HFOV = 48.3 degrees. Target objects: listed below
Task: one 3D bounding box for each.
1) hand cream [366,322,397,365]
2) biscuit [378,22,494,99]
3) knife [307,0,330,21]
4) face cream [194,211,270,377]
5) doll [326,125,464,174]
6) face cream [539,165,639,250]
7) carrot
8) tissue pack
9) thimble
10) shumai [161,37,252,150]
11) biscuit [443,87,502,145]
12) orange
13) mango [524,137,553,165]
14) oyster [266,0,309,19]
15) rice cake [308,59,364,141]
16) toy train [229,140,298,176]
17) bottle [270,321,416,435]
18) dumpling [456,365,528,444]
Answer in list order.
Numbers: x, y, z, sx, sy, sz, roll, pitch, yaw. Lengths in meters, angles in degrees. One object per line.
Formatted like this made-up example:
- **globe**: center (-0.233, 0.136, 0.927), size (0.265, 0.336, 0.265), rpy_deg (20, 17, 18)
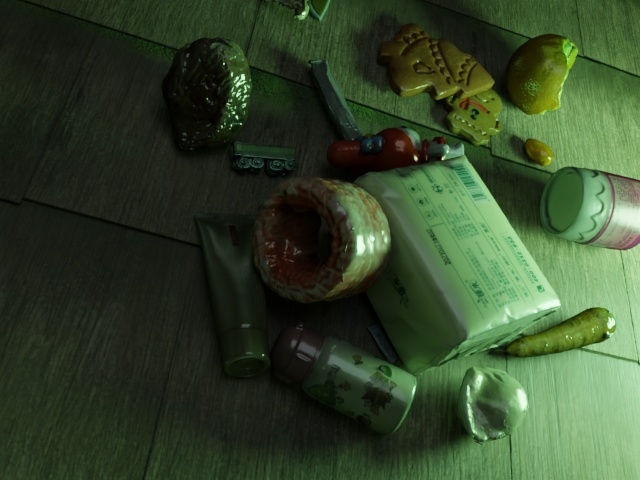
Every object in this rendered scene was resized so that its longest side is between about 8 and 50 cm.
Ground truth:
- **hand cream**: center (0.122, 0.199, 1.371), size (0.030, 0.019, 0.093), rpy_deg (-14, 63, -30)
- **biscuit**: center (0.299, -0.447, 1.821), size (0.307, 0.043, 0.283), rpy_deg (14, 51, -5)
- **knife**: center (0.011, -0.700, 1.903), size (0.061, 0.027, 0.342), rpy_deg (20, 54, -14)
- **face cream**: center (-0.153, 0.082, 1.307), size (0.137, 0.084, 0.341), rpy_deg (2, 51, -17)
- **doll**: center (0.159, -0.179, 1.542), size (0.291, 0.161, 0.129), rpy_deg (1, 81, 1)
- **face cream**: center (0.637, -0.074, 1.654), size (0.195, 0.175, 0.175), rpy_deg (9, 56, -17)
- **carrot**: center (0.490, 0.204, 1.491), size (0.298, 0.078, 0.078), rpy_deg (-12, 64, -21)
- **tissue pack**: center (0.233, 0.041, 1.397), size (0.297, 0.207, 0.380), rpy_deg (-11, 64, -32)
- **thimble**: center (0.000, 0.000, 1.294), size (0.162, 0.239, 0.239), rpy_deg (-3, 57, -52)
- **shumai**: center (-0.228, -0.311, 1.497), size (0.184, 0.218, 0.185), rpy_deg (-4, 15, 4)
- **biscuit**: center (0.395, -0.337, 1.816), size (0.166, 0.036, 0.225), rpy_deg (30, 52, 1)
- **orange**: center (0.572, -0.444, 1.864), size (0.159, 0.179, 0.237), rpy_deg (32, 54, -3)
- **mango**: center (0.548, -0.225, 1.800), size (0.060, 0.046, 0.089), rpy_deg (-9, 50, -29)
- **oyster**: center (-0.078, -0.620, 1.795), size (0.163, 0.081, 0.191), rpy_deg (-9, 58, 5)
- **rice cake**: center (0.037, -0.314, 1.650), size (0.055, 0.049, 0.269), rpy_deg (-22, 67, -8)
- **toy train**: center (-0.119, -0.171, 1.502), size (0.148, 0.038, 0.070), rpy_deg (3, 59, -21)
- **bottle**: center (0.033, 0.236, 1.251), size (0.253, 0.120, 0.120), rpy_deg (27, 53, -2)
- **dumpling**: center (0.313, 0.298, 1.328), size (0.199, 0.118, 0.136), rpy_deg (-13, 64, -52)
